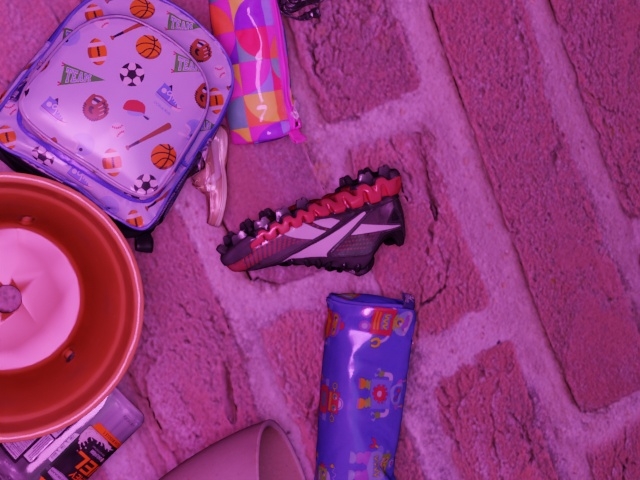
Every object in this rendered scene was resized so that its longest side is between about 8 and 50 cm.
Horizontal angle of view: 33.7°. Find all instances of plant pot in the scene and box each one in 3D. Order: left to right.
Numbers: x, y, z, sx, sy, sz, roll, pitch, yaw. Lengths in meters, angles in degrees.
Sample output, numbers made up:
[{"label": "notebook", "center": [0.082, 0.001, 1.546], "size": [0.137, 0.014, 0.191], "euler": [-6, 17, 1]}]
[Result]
[{"label": "plant pot", "center": [-0.363, 0.071, 1.217], "size": [0.291, 0.203, 0.290], "euler": [0, 90, -17]}]

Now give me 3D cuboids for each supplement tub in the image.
[{"label": "supplement tub", "center": [-0.321, 0.248, 1.299], "size": [0.190, 0.117, 0.117], "euler": [-45, 107, -12]}]

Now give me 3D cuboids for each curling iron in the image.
[{"label": "curling iron", "center": [0.033, -0.404, 1.436], "size": [0.068, 0.035, 0.274], "euler": [42, 80, -22]}]

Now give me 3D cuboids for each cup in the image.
[{"label": "cup", "center": [-0.135, 0.412, 1.303], "size": [0.237, 0.331, 0.331], "euler": [-16, 100, 7]}]

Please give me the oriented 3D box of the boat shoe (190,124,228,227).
[{"label": "boat shoe", "center": [-0.147, -0.084, 1.383], "size": [0.045, 0.050, 0.135], "euler": [2, 83, -18]}]

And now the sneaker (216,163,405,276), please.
[{"label": "sneaker", "center": [0.000, 0.000, 1.415], "size": [0.276, 0.098, 0.135], "euler": [-22, 99, -20]}]

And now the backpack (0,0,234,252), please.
[{"label": "backpack", "center": [-0.239, -0.167, 1.266], "size": [0.277, 0.213, 0.263], "euler": [35, 70, -16]}]

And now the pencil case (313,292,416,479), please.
[{"label": "pencil case", "center": [0.061, 0.217, 1.443], "size": [0.133, 0.119, 0.306], "euler": [4, 92, -32]}]

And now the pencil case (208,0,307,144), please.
[{"label": "pencil case", "center": [-0.083, -0.237, 1.369], "size": [0.105, 0.104, 0.236], "euler": [-15, 99, -19]}]
